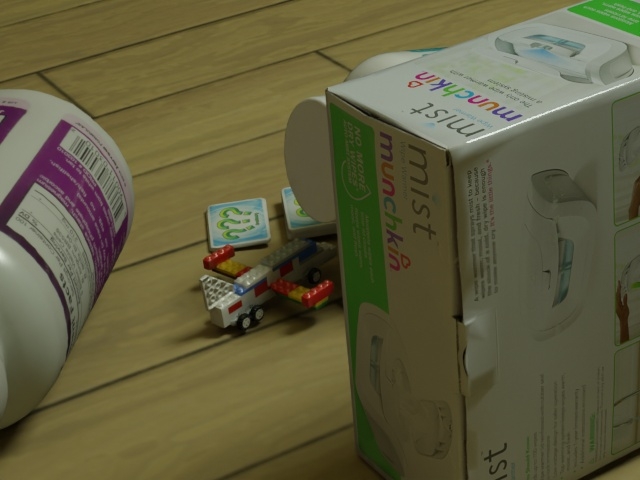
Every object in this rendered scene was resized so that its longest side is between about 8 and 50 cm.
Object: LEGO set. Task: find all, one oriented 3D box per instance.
[{"bbox_3d":[0.000,0.000,1.258,0.183,0.060,0.244,-9,29,-1],"label":"LEGO set"}]

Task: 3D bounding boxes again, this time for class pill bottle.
[{"bbox_3d":[0.108,-0.075,1.243,0.264,0.146,0.146,-9,27,-30],"label":"pill bottle"},{"bbox_3d":[-0.241,0.028,1.123,0.169,0.169,0.301,1,29,10],"label":"pill bottle"}]

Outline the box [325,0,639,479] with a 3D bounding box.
[{"bbox_3d":[0.137,0.011,1.005,0.231,0.262,0.127,-22,33,-27],"label":"box"}]
